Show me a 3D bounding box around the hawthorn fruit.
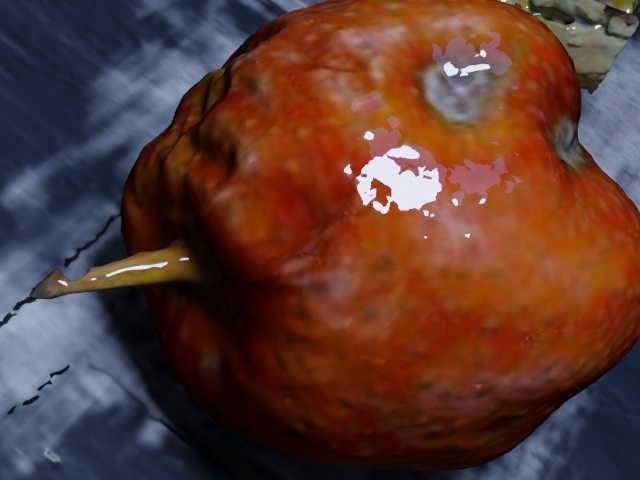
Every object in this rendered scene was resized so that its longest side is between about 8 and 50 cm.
[{"bbox_3d":[0.000,0.000,0.717,0.243,0.207,0.207,-11,58,-32],"label":"hawthorn fruit"}]

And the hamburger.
[{"bbox_3d":[0.136,-0.177,1.102,0.155,0.135,0.207,16,53,-5],"label":"hamburger"}]
